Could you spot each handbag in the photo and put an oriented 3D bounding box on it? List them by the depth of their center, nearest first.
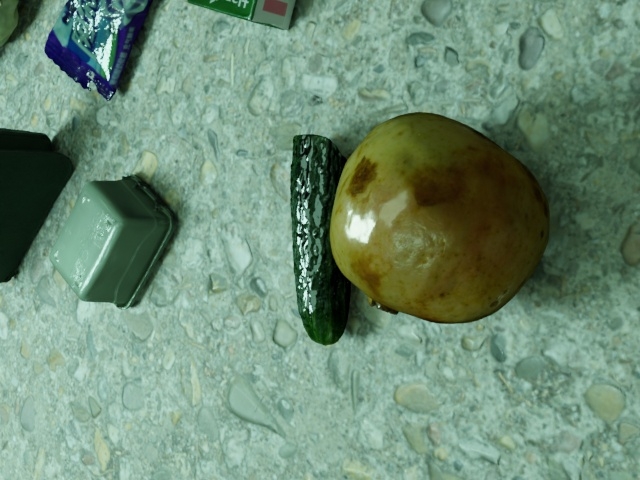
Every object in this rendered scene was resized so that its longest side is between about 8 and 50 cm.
[{"bbox_3d":[-0.502,-0.039,1.366,0.079,0.247,0.260,43,112,22],"label":"handbag"}]

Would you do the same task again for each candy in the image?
[{"bbox_3d":[-0.285,-0.338,1.323,0.145,0.070,0.275,39,109,21],"label":"candy"}]

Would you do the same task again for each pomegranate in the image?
[{"bbox_3d":[0.107,-0.014,0.943,0.215,0.215,0.215,0,90,36],"label":"pomegranate"}]

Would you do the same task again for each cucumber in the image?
[{"bbox_3d":[0.001,0.000,1.107,0.074,0.074,0.241,0,91,36],"label":"cucumber"}]

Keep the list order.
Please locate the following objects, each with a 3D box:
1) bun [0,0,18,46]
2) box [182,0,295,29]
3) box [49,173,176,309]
[{"bbox_3d":[-0.532,-0.398,1.458,0.229,0.145,0.229,50,158,29],"label":"bun"},{"bbox_3d":[-0.115,-0.350,1.190,0.199,0.081,0.135,24,104,36],"label":"box"},{"bbox_3d":[-0.289,0.002,1.304,0.124,0.093,0.172,43,113,29],"label":"box"}]
